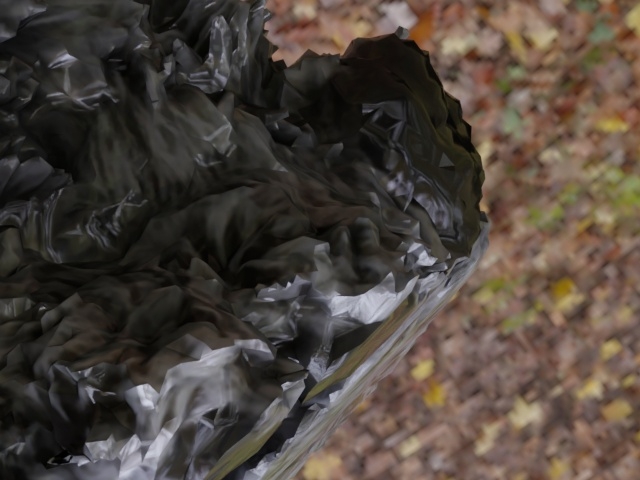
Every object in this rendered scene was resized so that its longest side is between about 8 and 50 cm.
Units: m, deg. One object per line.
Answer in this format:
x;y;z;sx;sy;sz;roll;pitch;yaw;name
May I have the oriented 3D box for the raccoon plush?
-0.166;0.011;0.508;0.216;0.299;0.446;-36;167;-49;raccoon plush
